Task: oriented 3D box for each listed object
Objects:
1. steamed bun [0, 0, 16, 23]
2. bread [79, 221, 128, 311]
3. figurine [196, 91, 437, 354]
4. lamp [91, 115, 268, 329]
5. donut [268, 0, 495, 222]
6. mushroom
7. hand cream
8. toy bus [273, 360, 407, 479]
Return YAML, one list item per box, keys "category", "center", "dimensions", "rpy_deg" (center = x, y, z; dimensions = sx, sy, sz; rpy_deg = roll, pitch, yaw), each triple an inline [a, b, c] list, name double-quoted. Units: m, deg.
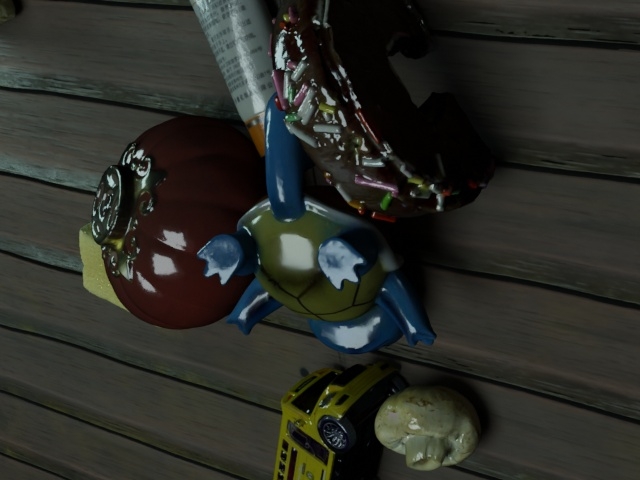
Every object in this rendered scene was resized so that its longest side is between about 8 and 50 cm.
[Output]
- category: "steamed bun"
  center: [-0.585, -0.394, 2.250]
  dimensions: [0.172, 0.140, 0.155]
  rpy_deg: [-9, 104, 50]
- category: "bread"
  center: [-0.303, 0.052, 2.313]
  dimensions: [0.188, 0.068, 0.125]
  rpy_deg: [24, 129, 31]
- category: "figurine"
  center: [-0.010, 0.021, 1.825]
  dimensions: [0.297, 0.243, 0.416]
  rpy_deg: [-6, 130, 21]
- category: "lamp"
  center: [-0.184, -0.024, 2.000]
  dimensions: [0.303, 0.257, 0.303]
  rpy_deg: [-35, 47, 50]
- category: "donut"
  center: [0.058, -0.165, 1.693]
  dimensions: [0.136, 0.259, 0.345]
  rpy_deg: [-28, 96, 37]
- category: "mushroom"
  center: [0.148, 0.259, 1.976]
  dimensions: [0.148, 0.148, 0.112]
  rpy_deg: [-39, 42, 48]
- category: "hand cream"
  center: [-0.108, -0.267, 1.917]
  dimensions: [0.139, 0.089, 0.314]
  rpy_deg: [-16, 99, 46]
- category: "toy bus"
  center: [0.015, 0.308, 2.115]
  dimensions: [0.151, 0.145, 0.331]
  rpy_deg: [32, 134, 27]
